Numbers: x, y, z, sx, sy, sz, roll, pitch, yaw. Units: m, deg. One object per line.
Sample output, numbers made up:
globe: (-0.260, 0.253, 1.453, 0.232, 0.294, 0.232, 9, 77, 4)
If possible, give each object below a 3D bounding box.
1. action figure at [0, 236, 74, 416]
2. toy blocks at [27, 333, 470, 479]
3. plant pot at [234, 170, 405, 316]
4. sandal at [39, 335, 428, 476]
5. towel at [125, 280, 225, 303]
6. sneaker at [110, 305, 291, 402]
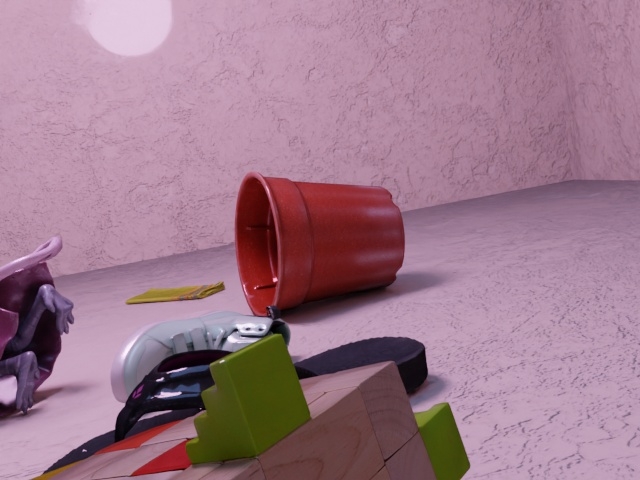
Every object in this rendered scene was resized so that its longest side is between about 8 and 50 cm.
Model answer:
action figure: (-0.569, 0.136, 1.028, 0.370, 0.275, 0.248, 5, 16, 11)
toy blocks: (-0.114, 0.181, 0.407, 0.261, 0.190, 0.381, -20, -1, 34)
plant pot: (0.000, 0.000, 1.373, 0.265, 0.272, 0.272, -4, 4, -23)
sandal: (-0.080, 0.152, 0.742, 0.446, 0.107, 0.168, -15, 8, -38)
towel: (-0.355, 0.128, 1.750, 0.237, 0.021, 0.102, -7, 6, 28)
sneaker: (-0.147, 0.147, 0.959, 0.151, 0.094, 0.256, -2, 11, 33)
